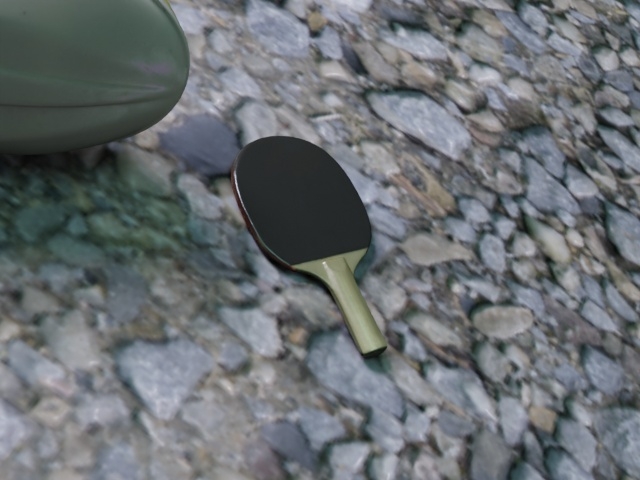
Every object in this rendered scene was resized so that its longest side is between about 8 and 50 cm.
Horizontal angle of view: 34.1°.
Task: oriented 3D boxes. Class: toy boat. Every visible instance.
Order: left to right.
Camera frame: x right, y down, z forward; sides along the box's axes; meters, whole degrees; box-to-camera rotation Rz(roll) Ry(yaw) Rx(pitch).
[{"bbox_3d":[-0.204,-0.120,0.516,0.269,0.141,0.141,1,59,-33],"label":"toy boat"}]

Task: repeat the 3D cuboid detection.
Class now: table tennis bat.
[{"bbox_3d":[0.000,0.000,0.634,0.087,0.013,0.157,-9,64,-37],"label":"table tennis bat"}]
